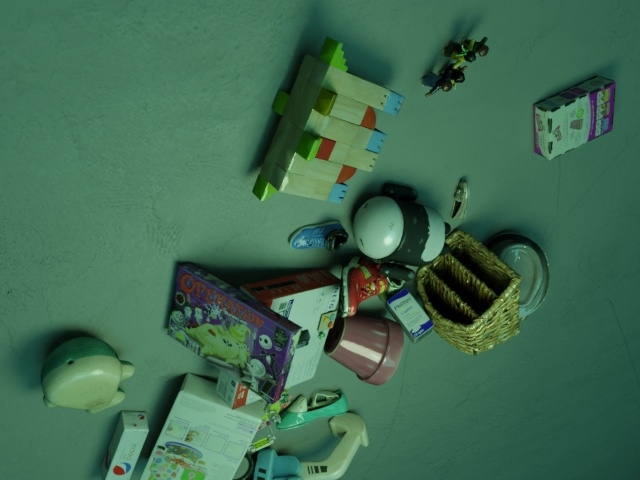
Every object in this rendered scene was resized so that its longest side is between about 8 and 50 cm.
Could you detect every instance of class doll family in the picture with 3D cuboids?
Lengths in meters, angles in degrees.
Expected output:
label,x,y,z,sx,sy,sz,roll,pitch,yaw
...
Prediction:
label,x,y,z,sx,sy,sz,roll,pitch,yaw
doll family,0.324,-0.420,1.332,0.076,0.111,0.193,24,106,-34

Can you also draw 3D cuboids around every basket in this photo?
label,x,y,z,sx,sy,sz,roll,pitch,yaw
basket,0.405,0.147,1.585,0.213,0.299,0.223,-23,128,-11

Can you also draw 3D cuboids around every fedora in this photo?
label,x,y,z,sx,sy,sz,roll,pitch,yaw
fedora,0.599,0.113,1.694,0.243,0.124,0.276,3,91,3

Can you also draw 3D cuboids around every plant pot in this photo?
label,x,y,z,sx,sy,sz,roll,pitch,yaw
plant pot,0.117,0.302,1.615,0.180,0.201,0.202,24,107,-17

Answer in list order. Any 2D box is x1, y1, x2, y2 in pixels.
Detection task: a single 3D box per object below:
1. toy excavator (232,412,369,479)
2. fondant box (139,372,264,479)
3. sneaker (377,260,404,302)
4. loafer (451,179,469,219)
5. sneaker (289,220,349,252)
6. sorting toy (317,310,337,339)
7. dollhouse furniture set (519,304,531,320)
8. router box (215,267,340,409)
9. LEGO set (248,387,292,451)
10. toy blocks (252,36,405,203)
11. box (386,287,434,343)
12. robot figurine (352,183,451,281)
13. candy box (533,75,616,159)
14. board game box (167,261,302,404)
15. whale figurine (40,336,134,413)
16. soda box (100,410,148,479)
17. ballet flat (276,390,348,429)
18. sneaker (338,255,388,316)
label,x,y,z,sx,sy,sz,roll,pitch,yaw
toy excavator,-0.073,0.762,1.737,0.444,0.433,0.223,-7,125,11
fondant box,-0.331,0.563,1.549,0.238,0.096,0.331,24,106,-10
sneaker,0.206,0.120,1.604,0.064,0.086,0.192,-15,124,-18
loafer,0.403,-0.113,1.593,0.039,0.045,0.125,-12,125,-11
sneaker,0.000,-0.001,1.436,0.152,0.085,0.058,-15,123,-17
sorting toy,0.018,0.235,1.520,0.062,0.012,0.083,-13,126,-43
dollhouse furniture set,0.636,0.226,1.875,0.129,0.129,0.183,-55,155,12
router box,-0.107,0.255,1.476,0.301,0.082,0.336,-10,124,-44
LEGO set,-0.160,0.529,1.652,0.287,0.107,0.132,-38,127,-1
toy blocks,0.035,-0.240,1.277,0.260,0.190,0.382,8,114,-41
box,0.263,0.224,1.624,0.072,0.137,0.126,-35,161,-5
robot figurine,0.218,-0.022,1.479,0.278,0.209,0.174,10,130,-31
candy box,0.732,-0.354,1.592,0.233,0.071,0.159,-25,126,-12
board game box,-0.217,0.217,1.320,0.056,0.346,0.208,-18,130,-59
whale figurine,-0.568,0.332,1.348,0.216,0.141,0.272,-21,149,-13
soda box,-0.541,0.576,1.517,0.069,0.074,0.216,13,112,-31
ballet flat,-0.030,0.526,1.743,0.247,0.083,0.087,-8,97,-22
sneaker,0.116,0.113,1.444,0.118,0.279,0.108,9,114,11
